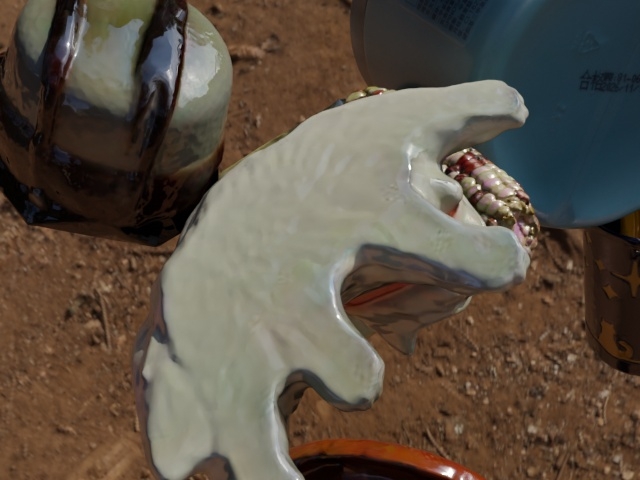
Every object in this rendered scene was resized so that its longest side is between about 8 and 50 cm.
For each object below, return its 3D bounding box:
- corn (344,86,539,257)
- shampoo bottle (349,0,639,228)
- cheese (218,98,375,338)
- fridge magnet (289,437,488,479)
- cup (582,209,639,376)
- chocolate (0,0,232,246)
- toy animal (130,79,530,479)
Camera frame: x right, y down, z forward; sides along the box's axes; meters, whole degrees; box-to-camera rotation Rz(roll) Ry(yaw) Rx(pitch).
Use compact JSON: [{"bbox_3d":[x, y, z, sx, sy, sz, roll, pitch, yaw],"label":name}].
[{"bbox_3d":[0.106,-0.069,0.817,0.092,0.092,0.280,-32,39,-12],"label":"corn"},{"bbox_3d":[0.244,-0.226,1.005,0.331,0.331,0.343,-24,33,-7],"label":"shampoo bottle"},{"bbox_3d":[0.000,0.000,1.073,0.242,0.124,0.266,-32,89,4],"label":"cheese"},{"bbox_3d":[0.085,0.351,0.928,0.363,0.364,0.155,10,41,16],"label":"fridge magnet"},{"bbox_3d":[0.427,0.063,1.062,0.178,0.256,0.255,-15,38,0],"label":"cup"},{"bbox_3d":[-0.214,-0.157,0.908,0.283,0.186,0.284,11,57,-18],"label":"chocolate"},{"bbox_3d":[0.008,0.056,0.615,0.266,0.188,0.308,2,63,-2],"label":"toy animal"}]
